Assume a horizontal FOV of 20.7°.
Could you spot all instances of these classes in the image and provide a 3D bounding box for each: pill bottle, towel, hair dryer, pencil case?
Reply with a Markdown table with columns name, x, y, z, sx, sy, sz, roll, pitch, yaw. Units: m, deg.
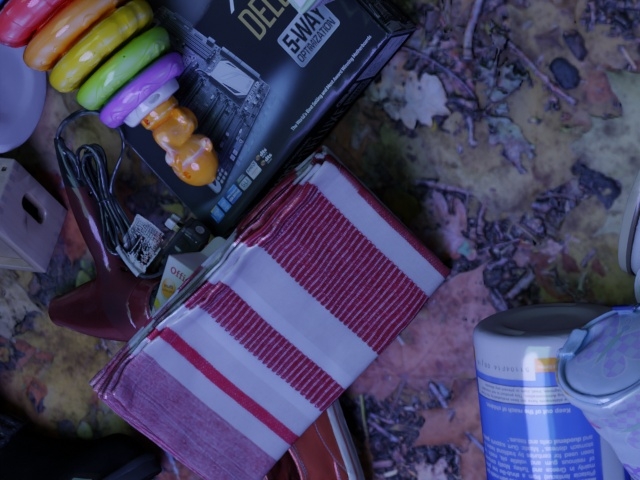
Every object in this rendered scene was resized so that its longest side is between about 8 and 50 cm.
| name | x | y | z | sx | sy | sz | roll | pitch | yaw |
| --- | --- | --- | --- | --- | --- | --- | --- | --- | --- |
| pill bottle | -0.466 | -0.183 | 1.968 | 0.283 | 0.160 | 0.160 | 4 | 104 | 26 |
| pill bottle | 0.236 | 0.208 | 1.720 | 0.152 | 0.152 | 0.272 | -1 | 102 | 26 |
| towel | -0.041 | 0.091 | 1.738 | 0.329 | 0.237 | 0.037 | -47 | 38 | 0 |
| hair dryer | -0.227 | 0.009 | 1.930 | 0.223 | 0.080 | 0.293 | 49 | 132 | 19 |
| pencil case | 0.321 | 0.181 | 1.606 | 0.124 | 0.113 | 0.273 | -8 | 134 | 41 |

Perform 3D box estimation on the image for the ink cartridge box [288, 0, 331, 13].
| name | x | y | z | sx | sy | sz | roll | pitch | yaw |
| --- | --- | --- | --- | --- | --- | --- | --- | --- | --- |
| ink cartridge box | -0.032 | -0.341 | 1.708 | 0.235 | 0.171 | 0.056 | 51 | 133 | 7 |

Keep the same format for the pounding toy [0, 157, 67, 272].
| name | x | y | z | sx | sy | sz | roll | pitch | yaw |
| --- | --- | --- | --- | --- | --- | --- | --- | --- | --- |
| pounding toy | -0.402 | -0.027 | 2.009 | 0.206 | 0.181 | 0.094 | 5 | 66 | 25 |

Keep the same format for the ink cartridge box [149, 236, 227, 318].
| name | x | y | z | sx | sy | sz | roll | pitch | yaw |
| --- | --- | --- | --- | --- | --- | --- | --- | --- | --- |
| ink cartridge box | -0.111 | 0.077 | 1.787 | 0.092 | 0.090 | 0.143 | 32 | 114 | 34 |

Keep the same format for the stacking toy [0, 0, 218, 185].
| name | x | y | z | sx | sy | sz | roll | pitch | yaw |
| --- | --- | --- | --- | --- | --- | --- | --- | --- | --- |
| stacking toy | -0.203 | -0.178 | 1.773 | 0.302 | 0.166 | 0.175 | 49 | 135 | -3 |

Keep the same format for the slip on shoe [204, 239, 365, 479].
| name | x | y | z | sx | sy | sz | roll | pitch | yaw |
| --- | --- | --- | --- | --- | --- | --- | --- | --- | --- |
| slip on shoe | -0.056 | 0.156 | 1.865 | 0.123 | 0.101 | 0.331 | -15 | 97 | 58 |

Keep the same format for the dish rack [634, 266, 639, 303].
| name | x | y | z | sx | sy | sz | roll | pitch | yaw |
| --- | --- | --- | --- | --- | --- | --- | --- | --- | --- |
| dish rack | 0.471 | 0.074 | 1.550 | 0.332 | 0.072 | 0.285 | 36 | 126 | -5 |

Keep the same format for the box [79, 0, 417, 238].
| name | x | y | z | sx | sy | sz | roll | pitch | yaw |
| --- | --- | --- | --- | --- | --- | --- | --- | --- | --- |
| box | -0.084 | -0.193 | 1.824 | 0.242 | 0.076 | 0.307 | 47 | 118 | 10 |

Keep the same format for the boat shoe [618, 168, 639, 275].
| name | x | y | z | sx | sy | sz | roll | pitch | yaw |
| --- | --- | --- | --- | --- | --- | --- | --- | --- | --- |
| boat shoe | 0.371 | -0.085 | 1.605 | 0.103 | 0.113 | 0.302 | 30 | 113 | 22 |

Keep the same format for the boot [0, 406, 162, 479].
| name | x | y | z | sx | sy | sz | roll | pitch | yaw |
| --- | --- | --- | --- | --- | --- | --- | --- | --- | --- |
| boot | -0.369 | 0.222 | 2.035 | 0.348 | 0.131 | 0.260 | -23 | 91 | 29 |
